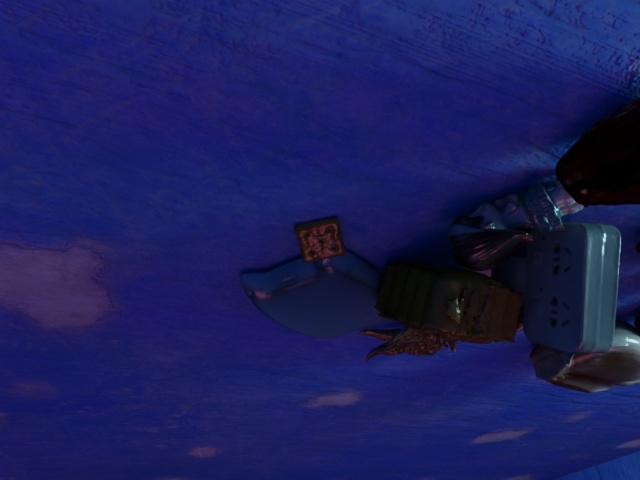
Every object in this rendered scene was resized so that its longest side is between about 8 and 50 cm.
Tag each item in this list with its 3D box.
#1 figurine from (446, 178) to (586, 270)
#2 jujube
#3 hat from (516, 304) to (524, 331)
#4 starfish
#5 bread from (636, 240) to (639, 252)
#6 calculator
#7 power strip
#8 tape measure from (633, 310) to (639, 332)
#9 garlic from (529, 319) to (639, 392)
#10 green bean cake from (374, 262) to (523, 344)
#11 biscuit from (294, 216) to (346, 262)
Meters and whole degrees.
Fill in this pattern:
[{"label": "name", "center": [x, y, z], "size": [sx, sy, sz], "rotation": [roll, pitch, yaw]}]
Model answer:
[{"label": "figurine", "center": [0.338, -0.026, 1.110], "size": [0.245, 0.110, 0.138], "rotation": [-27, 145, 15]}, {"label": "jujube", "center": [0.473, -0.122, 0.941], "size": [0.236, 0.168, 0.168], "rotation": [-26, 145, 37]}, {"label": "hat", "center": [0.519, 0.164, 1.425], "size": [0.231, 0.161, 0.275], "rotation": [19, 164, -19]}, {"label": "starfish", "center": [0.237, 0.217, 1.470], "size": [0.293, 0.084, 0.301], "rotation": [-8, 153, -17]}, {"label": "bread", "center": [0.776, 0.057, 1.226], "size": [0.311, 0.173, 0.312], "rotation": [8, 171, 1]}, {"label": "calculator", "center": [0.017, 0.128, 1.338], "size": [0.256, 0.055, 0.386], "rotation": [-22, 149, 20]}, {"label": "power strip", "center": [0.456, 0.081, 1.209], "size": [0.141, 0.230, 0.261], "rotation": [3, -179, -18]}, {"label": "tape measure", "center": [0.871, 0.197, 1.616], "size": [0.118, 0.074, 0.125], "rotation": [5, 141, -16]}, {"label": "garlic", "center": [0.756, 0.316, 1.726], "size": [0.324, 0.132, 0.279], "rotation": [3, 147, -13]}, {"label": "green bean cake", "center": [0.247, 0.117, 1.234], "size": [0.223, 0.131, 0.229], "rotation": [14, 177, -31]}, {"label": "biscuit", "center": [0.000, 0.000, 1.131], "size": [0.081, 0.018, 0.083], "rotation": [-10, 123, 5]}]
